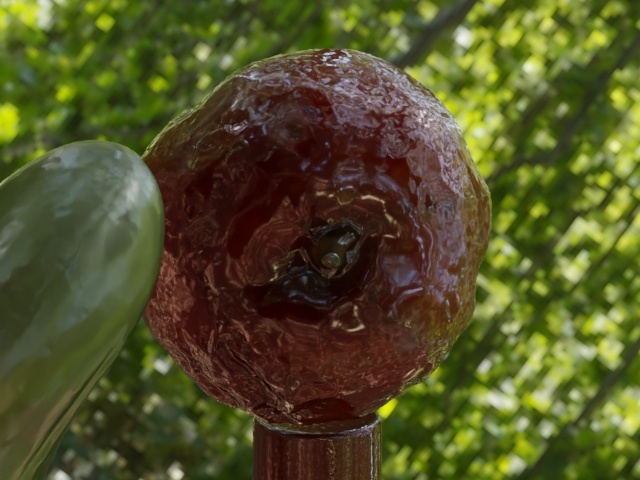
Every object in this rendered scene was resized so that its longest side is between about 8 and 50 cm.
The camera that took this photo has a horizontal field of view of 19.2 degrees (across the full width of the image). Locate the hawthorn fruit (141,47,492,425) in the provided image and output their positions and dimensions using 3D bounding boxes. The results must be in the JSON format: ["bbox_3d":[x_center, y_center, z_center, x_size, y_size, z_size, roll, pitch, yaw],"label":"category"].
[{"bbox_3d":[0.000,0.000,1.156,0.242,0.242,0.271,37,-5,-6],"label":"hawthorn fruit"}]

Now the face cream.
[{"bbox_3d":[-0.002,0.230,1.366,0.095,0.214,0.096,0,11,0],"label":"face cream"}]

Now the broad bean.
[{"bbox_3d":[-0.150,0.075,0.788,0.121,0.263,0.189,42,-8,-3],"label":"broad bean"}]
